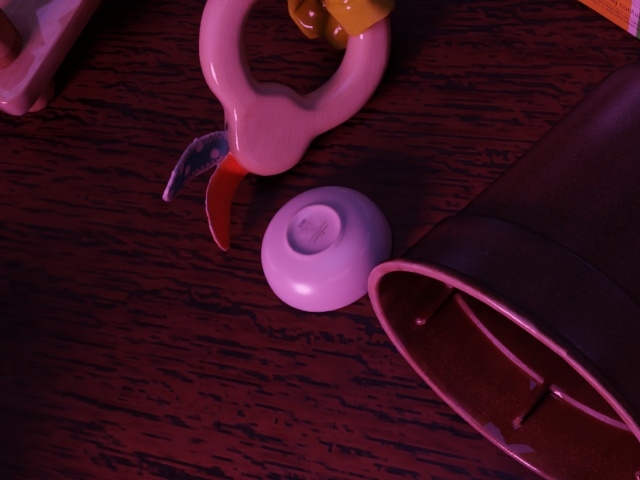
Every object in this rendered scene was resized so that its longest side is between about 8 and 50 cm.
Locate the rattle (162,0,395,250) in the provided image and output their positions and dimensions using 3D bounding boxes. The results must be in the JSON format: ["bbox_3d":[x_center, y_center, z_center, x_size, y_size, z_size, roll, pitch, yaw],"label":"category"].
[{"bbox_3d":[-0.049,-0.109,0.714,0.142,0.130,0.200,36,105,44],"label":"rattle"}]

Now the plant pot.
[{"bbox_3d":[0.137,0.013,0.519,0.167,0.167,0.165,30,69,33],"label":"plant pot"}]

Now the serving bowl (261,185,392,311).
[{"bbox_3d":[0.000,0.000,0.653,0.083,0.027,0.083,-10,58,17],"label":"serving bowl"}]

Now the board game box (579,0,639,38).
[{"bbox_3d":[0.332,-0.210,0.619,0.316,0.064,0.242,-43,55,-5],"label":"board game box"}]

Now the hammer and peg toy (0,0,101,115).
[{"bbox_3d":[-0.227,-0.288,0.811,0.266,0.127,0.361,26,76,15],"label":"hammer and peg toy"}]
